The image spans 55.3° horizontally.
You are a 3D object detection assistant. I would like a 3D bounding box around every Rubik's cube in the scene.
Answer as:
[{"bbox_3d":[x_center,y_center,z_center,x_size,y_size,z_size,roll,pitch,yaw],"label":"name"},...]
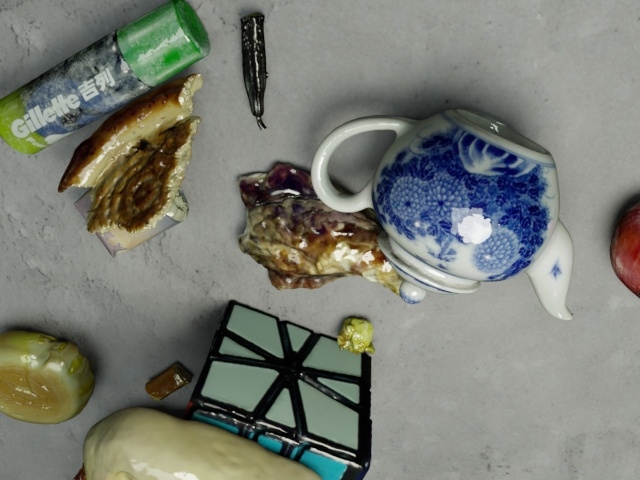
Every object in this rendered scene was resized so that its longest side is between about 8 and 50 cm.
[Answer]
[{"bbox_3d":[-0.092,0.321,1.027,0.288,0.293,0.283,23,118,-4],"label":"Rubik's cube"}]

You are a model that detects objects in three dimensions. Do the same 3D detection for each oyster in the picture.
[{"bbox_3d":[-0.004,0.005,0.971,0.271,0.100,0.275,-13,119,28],"label":"oyster"}]

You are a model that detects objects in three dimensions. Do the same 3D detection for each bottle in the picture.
[{"bbox_3d":[-0.319,-0.234,0.886,0.330,0.093,0.093,-24,111,16],"label":"bottle"}]

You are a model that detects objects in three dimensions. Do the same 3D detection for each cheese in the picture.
[{"bbox_3d":[-0.207,0.387,0.840,0.328,0.129,0.351,36,112,-14],"label":"cheese"}]

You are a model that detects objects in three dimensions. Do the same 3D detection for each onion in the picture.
[{"bbox_3d":[0.507,0.033,0.908,0.160,0.159,0.195,-2,127,6],"label":"onion"}]

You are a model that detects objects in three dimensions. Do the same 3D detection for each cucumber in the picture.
[{"bbox_3d":[-0.093,-0.245,0.893,0.039,0.043,0.163,-20,124,-32],"label":"cucumber"}]

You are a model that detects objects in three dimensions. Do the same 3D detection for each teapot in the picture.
[{"bbox_3d":[0.180,-0.029,0.847,0.424,0.252,0.280,28,112,6],"label":"teapot"}]

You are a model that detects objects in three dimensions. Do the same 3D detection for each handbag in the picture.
[{"bbox_3d":[-0.290,-0.057,0.969,0.173,0.095,0.117,-25,110,19],"label":"handbag"}]

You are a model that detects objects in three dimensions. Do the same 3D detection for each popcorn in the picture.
[{"bbox_3d":[0.067,0.171,1.064,0.068,0.059,0.083,-34,117,19],"label":"popcorn"}]

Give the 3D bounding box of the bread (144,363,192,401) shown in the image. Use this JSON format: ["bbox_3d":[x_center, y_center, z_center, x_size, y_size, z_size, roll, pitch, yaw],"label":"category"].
[{"bbox_3d":[-0.288,0.270,1.156,0.083,0.036,0.047,-34,105,17],"label":"bread"}]

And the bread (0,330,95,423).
[{"bbox_3d":[-0.522,0.249,1.130,0.213,0.104,0.213,1,118,2],"label":"bread"}]

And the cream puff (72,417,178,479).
[{"bbox_3d":[-0.315,0.510,1.171,0.350,0.228,0.350,2,114,6],"label":"cream puff"}]

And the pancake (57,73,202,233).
[{"bbox_3d":[-0.287,-0.130,0.905,0.212,0.056,0.257,12,78,28],"label":"pancake"}]
